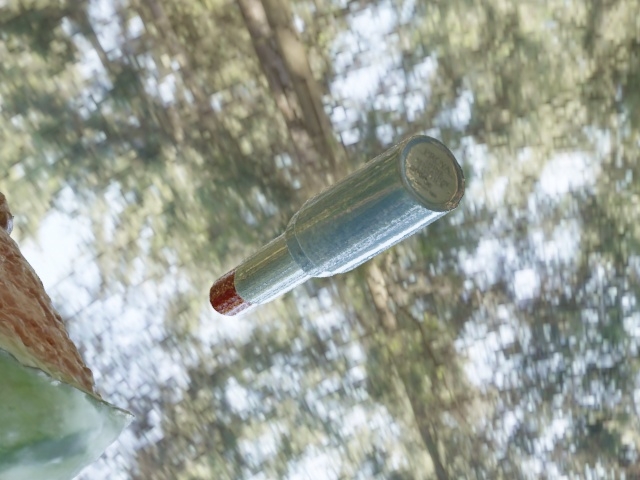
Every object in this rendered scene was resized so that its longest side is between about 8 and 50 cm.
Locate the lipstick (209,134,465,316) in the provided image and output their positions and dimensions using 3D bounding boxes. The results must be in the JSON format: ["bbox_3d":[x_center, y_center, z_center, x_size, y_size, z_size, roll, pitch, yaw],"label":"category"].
[{"bbox_3d":[0.000,0.000,1.213,0.068,0.274,0.061,-34,-88,-40],"label":"lipstick"}]

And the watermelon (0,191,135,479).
[{"bbox_3d":[-0.108,0.011,0.418,0.121,0.098,0.158,-12,-140,36],"label":"watermelon"}]
